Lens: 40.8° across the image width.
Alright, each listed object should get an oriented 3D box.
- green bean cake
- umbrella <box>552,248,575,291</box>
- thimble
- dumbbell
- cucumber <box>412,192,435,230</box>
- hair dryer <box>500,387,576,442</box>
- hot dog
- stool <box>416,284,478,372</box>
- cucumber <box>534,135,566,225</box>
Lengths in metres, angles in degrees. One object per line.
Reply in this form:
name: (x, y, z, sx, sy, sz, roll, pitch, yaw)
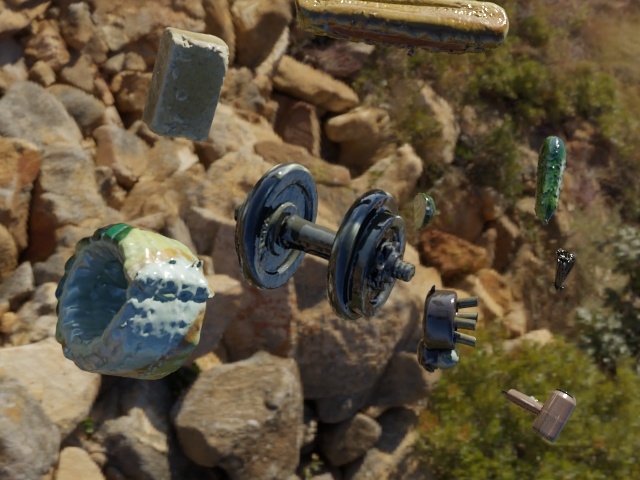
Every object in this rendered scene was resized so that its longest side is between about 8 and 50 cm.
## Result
green bean cake: (-0.232, -0.267, 1.481, 0.109, 0.085, 0.179, 9, 115, -28)
umbrella: (0.311, 0.037, 1.110, 0.020, 0.031, 0.083, -43, 148, -21)
thimble: (-0.320, 0.103, 1.460, 0.167, 0.288, 0.254, 17, 66, -42)
dumbbell: (0.000, 0.000, 1.219, 0.192, 0.289, 0.192, -44, 144, -45)
cucumber: (0.208, -0.059, 1.682, 0.035, 0.107, 0.067, -1, 81, -5)
hair dryer: (0.500, 0.385, 2.021, 0.064, 0.181, 0.117, 39, 80, -43)
hot dog: (0.106, -0.295, 1.149, 0.061, 0.285, 0.088, 93, 9, -62)
stool: (0.264, 0.192, 1.794, 0.125, 0.121, 0.217, -62, 155, -65)
cucumber: (0.527, -0.139, 1.980, 0.069, 0.069, 0.228, 30, 64, -39)
